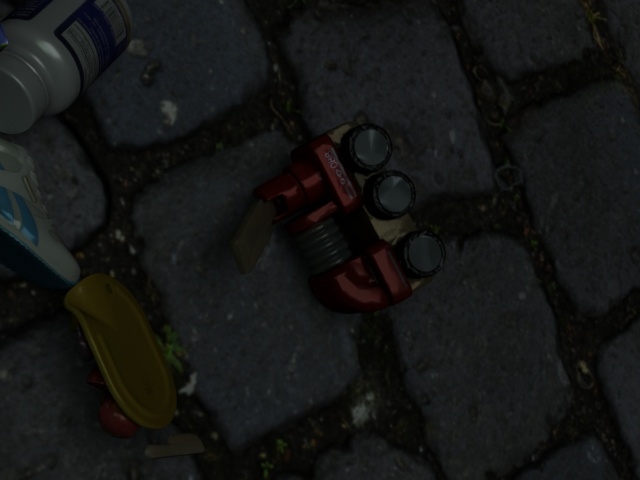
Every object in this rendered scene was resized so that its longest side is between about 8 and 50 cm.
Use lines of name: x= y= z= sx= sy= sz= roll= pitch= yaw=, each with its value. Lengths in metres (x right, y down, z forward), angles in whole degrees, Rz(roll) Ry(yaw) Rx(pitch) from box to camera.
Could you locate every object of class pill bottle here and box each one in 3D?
pill bottle: x=-0.287 y=-0.197 z=1.387 sx=0.112 sy=0.112 sz=0.186 roll=48 pitch=44 yaw=-14

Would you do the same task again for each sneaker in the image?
sneaker: x=-0.324 y=-0.043 z=1.374 sx=0.228 sy=0.087 sz=0.092 roll=49 pitch=58 yaw=-16

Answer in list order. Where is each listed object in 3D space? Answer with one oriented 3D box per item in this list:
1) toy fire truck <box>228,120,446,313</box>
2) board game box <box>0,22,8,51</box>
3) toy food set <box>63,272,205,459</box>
toy fire truck: x=0.000 y=0.000 z=1.538 sx=0.246 sy=0.158 sz=0.217 roll=-29 pitch=96 yaw=-21
board game box: x=-0.490 y=-0.139 z=1.205 sx=0.347 sy=0.233 sz=0.078 roll=-22 pitch=91 yaw=-32
toy food set: x=-0.219 y=0.146 z=1.398 sx=0.217 sy=0.071 sz=0.128 roll=65 pitch=20 yaw=8
